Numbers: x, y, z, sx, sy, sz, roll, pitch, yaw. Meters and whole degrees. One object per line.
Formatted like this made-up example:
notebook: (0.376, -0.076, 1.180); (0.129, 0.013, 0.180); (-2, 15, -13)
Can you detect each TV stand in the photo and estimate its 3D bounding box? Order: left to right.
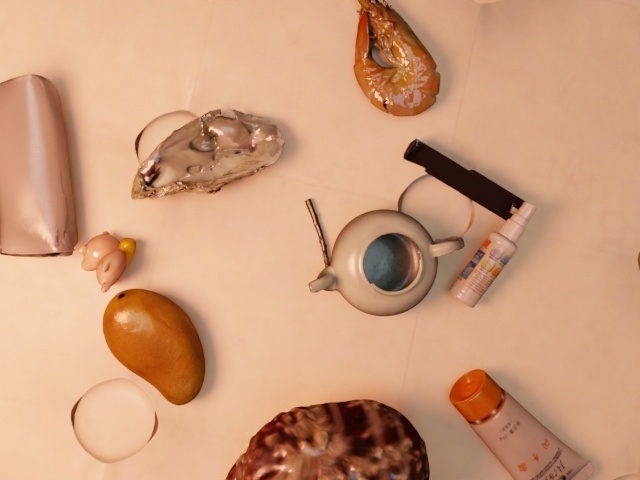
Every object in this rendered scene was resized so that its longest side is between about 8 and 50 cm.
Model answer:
TV stand: (0.278, -0.112, 1.021); (0.257, 0.049, 0.040); (30, 88, -5)

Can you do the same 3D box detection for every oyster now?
oyster: (-0.195, -0.138, 0.954); (0.199, 0.087, 0.252); (32, 78, 5)

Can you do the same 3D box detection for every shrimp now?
shrimp: (0.122, -0.354, 1.010); (0.146, 0.061, 0.267); (-26, 93, 3)

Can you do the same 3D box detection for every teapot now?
teapot: (0.116, 0.039, 0.959); (0.295, 0.129, 0.192); (-15, 91, -6)

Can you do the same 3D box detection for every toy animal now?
toy animal: (-0.376, 0.036, 0.924); (0.082, 0.114, 0.091); (30, 117, -16)

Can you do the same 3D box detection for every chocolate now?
chocolate: (0.019, 0.368, 0.858); (0.341, 0.210, 0.225); (-5, 53, -13)

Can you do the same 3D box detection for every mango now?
mango: (-0.280, 0.181, 0.933); (0.136, 0.099, 0.227); (-35, 100, -10)

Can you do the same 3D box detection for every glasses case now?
glasses case: (-0.498, -0.119, 0.926); (0.129, 0.083, 0.307); (-7, 89, 0)

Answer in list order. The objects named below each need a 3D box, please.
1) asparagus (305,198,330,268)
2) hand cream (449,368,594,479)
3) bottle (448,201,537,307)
asparagus: (0.000, 0.000, 1.007); (0.016, 0.016, 0.162); (-16, 90, -32)
hand cream: (0.367, 0.380, 1.004); (0.314, 0.089, 0.139); (43, 87, -11)
bottle: (0.324, 0.024, 0.995); (0.060, 0.060, 0.217); (35, 98, -4)
